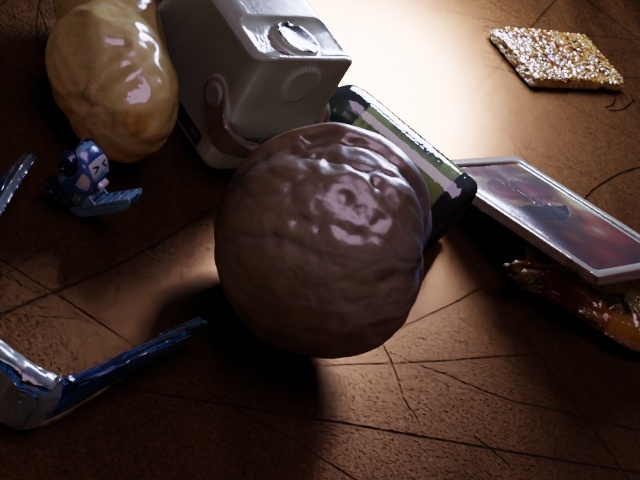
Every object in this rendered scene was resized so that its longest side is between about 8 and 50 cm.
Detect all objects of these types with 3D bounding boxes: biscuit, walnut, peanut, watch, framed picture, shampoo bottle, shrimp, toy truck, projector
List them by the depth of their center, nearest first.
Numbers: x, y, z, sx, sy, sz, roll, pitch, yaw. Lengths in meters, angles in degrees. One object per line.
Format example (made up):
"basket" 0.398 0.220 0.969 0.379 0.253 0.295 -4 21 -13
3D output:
"watch" -0.281 0.040 1.531 0.276 0.068 0.274 41 35 13
"walnut" 0.000 0.002 1.674 0.248 0.248 0.248 22 35 -17
"toy truck" -0.235 -0.057 1.684 0.090 0.073 0.056 35 34 3
"peanut" -0.242 -0.219 1.826 0.148 0.147 0.319 13 41 -28
"projector" -0.087 -0.207 1.904 0.163 0.177 0.242 -4 50 -40
"shampoo bottle" 0.059 -0.118 1.980 0.284 0.101 0.101 41 34 10
"shrimp" 0.343 0.069 2.022 0.294 0.062 0.154 14 44 -29
"framed picture" 0.296 -0.030 2.064 0.289 0.020 0.211 37 27 32
"biscuit" 0.373 -0.285 2.520 0.231 0.025 0.131 -4 48 -43
